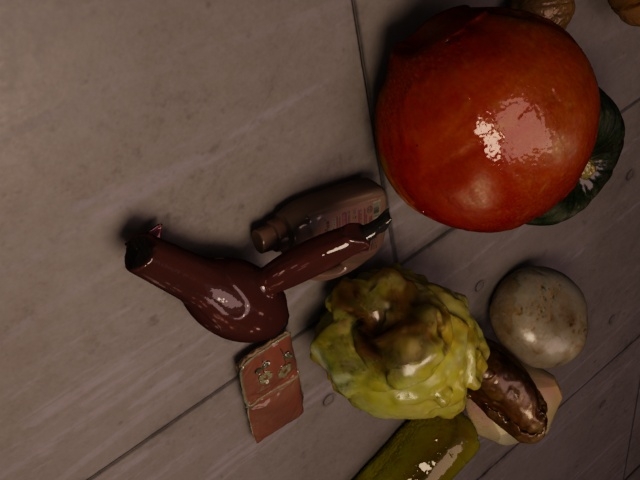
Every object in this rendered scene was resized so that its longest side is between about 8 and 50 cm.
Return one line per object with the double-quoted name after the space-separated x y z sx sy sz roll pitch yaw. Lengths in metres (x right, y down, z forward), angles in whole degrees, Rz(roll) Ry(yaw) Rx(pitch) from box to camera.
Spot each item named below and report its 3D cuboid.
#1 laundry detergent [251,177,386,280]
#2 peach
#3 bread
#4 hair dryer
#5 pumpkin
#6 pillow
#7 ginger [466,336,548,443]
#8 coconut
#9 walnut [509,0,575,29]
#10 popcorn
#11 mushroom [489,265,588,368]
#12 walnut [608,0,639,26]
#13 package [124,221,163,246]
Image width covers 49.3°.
0.000 0.000 1.167 0.237 0.076 0.171 -21 129 -28 "laundry detergent"
0.254 -0.195 1.109 0.290 0.373 0.372 -57 147 -43 "peach"
0.202 0.539 1.617 0.383 0.166 0.112 -44 156 -9 "bread"
-0.062 0.020 1.006 0.341 0.123 0.312 -28 145 15 "hair dryer"
0.456 -0.171 1.355 0.300 0.207 0.300 -20 126 -29 "pumpkin"
-0.090 0.271 1.286 0.126 0.043 0.232 -29 133 -25 "pillow"
0.369 0.302 1.536 0.172 0.321 0.165 -57 173 -24 "ginger"
0.467 0.375 1.699 0.237 0.237 0.197 -30 105 -23 "coconut"
0.388 -0.405 1.231 0.125 0.105 0.105 -6 120 -26 "walnut"
0.150 0.185 1.275 0.312 0.312 0.312 -21 128 -30 "popcorn"
0.501 0.190 1.652 0.244 0.243 0.243 -21 128 -30 "mushroom"
0.639 -0.510 1.335 0.207 0.167 0.167 -49 137 -7 "walnut"
-0.242 0.014 1.001 0.059 0.029 0.083 -33 142 -16 "package"
